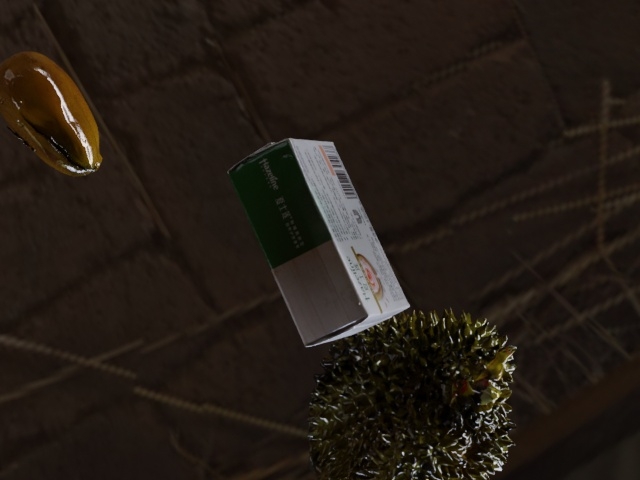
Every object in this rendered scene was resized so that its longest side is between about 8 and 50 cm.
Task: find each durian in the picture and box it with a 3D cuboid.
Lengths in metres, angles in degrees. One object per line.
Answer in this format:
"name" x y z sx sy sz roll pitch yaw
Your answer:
"durian" 0.116 0.209 1.871 0.258 0.258 0.293 5 123 -20

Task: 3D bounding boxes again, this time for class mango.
"mango" -0.315 -0.144 1.784 0.084 0.105 0.159 -24 102 18

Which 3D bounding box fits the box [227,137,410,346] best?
"box" 0.000 0.000 1.547 0.081 0.135 0.199 -29 81 19
